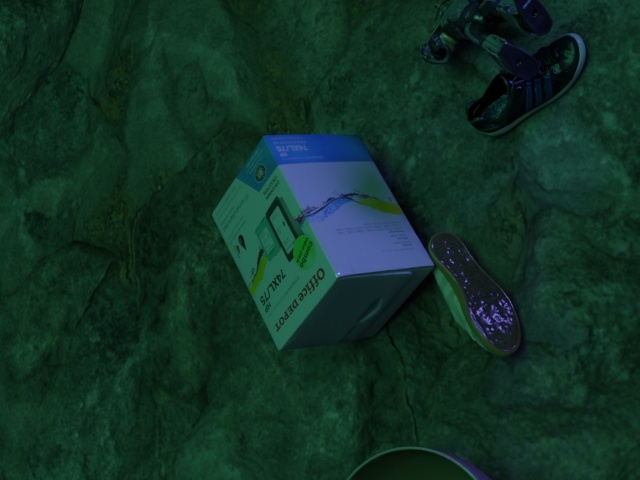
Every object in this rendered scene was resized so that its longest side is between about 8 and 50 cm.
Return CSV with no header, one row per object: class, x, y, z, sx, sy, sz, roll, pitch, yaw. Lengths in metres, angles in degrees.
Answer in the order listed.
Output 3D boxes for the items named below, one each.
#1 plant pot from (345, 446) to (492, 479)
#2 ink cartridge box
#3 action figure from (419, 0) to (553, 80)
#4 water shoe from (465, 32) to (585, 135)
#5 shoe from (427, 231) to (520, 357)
plant pot,0.173,0.434,1.658,0.284,0.191,0.284,-8,76,34
ink cartridge box,0.000,0.000,1.834,0.198,0.197,0.270,-53,54,39
action figure,0.239,-0.331,1.773,0.185,0.099,0.285,-61,28,6
water shoe,0.305,-0.231,1.759,0.203,0.080,0.073,-44,60,21
shoe,0.228,0.085,1.774,0.219,0.076,0.058,61,159,25
